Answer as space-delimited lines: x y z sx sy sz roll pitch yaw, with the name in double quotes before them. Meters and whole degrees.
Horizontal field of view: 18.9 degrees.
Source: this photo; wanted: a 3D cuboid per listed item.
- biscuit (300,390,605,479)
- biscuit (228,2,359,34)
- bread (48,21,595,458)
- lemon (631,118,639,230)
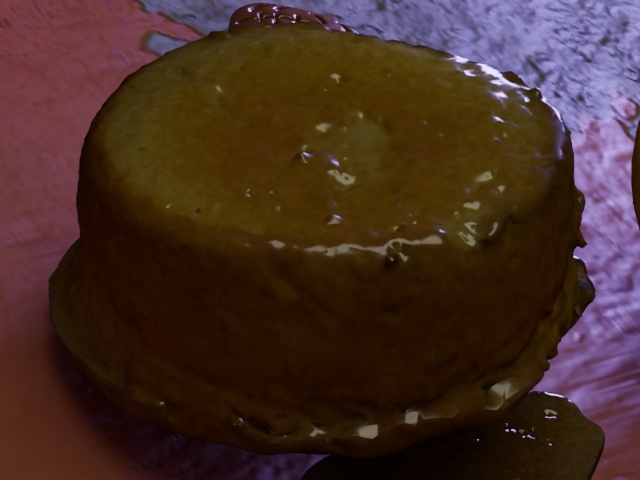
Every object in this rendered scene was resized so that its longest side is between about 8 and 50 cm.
"biscuit" 0.067 0.149 0.876 0.166 0.036 0.225 9 39 -2
"biscuit" -0.012 -0.119 1.186 0.091 0.015 0.078 12 38 -9
"bread" 0.000 0.000 0.918 0.268 0.145 0.268 0 34 0
"lemon" 0.296 -0.018 1.023 0.288 0.233 0.233 36 41 18
